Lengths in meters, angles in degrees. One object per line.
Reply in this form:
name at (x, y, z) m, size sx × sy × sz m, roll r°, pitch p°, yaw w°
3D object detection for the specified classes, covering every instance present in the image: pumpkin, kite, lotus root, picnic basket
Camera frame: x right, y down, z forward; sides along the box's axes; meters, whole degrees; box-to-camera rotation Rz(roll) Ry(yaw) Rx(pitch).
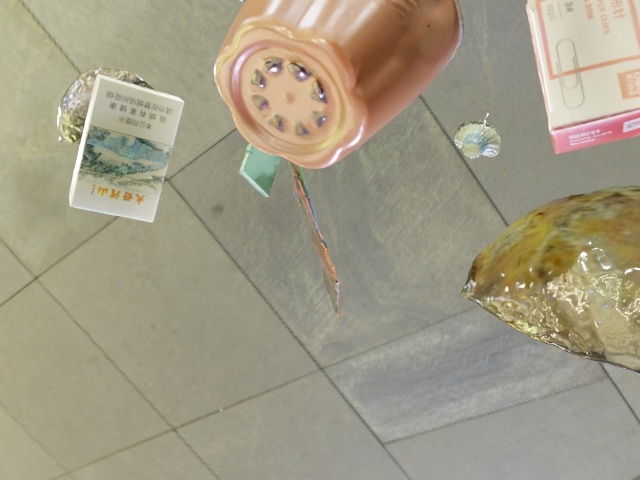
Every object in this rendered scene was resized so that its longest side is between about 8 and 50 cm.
pumpkin at (-0.514, -0.304, 1.432) m, size 0.278 × 0.163 × 0.111 m, roll 10°, pitch 149°, yaw 24°
kite at (0.000, 0.000, 0.759) m, size 0.016 × 0.234 × 0.321 m, roll -20°, pitch 119°, yaw -4°
lotus root at (0.284, 0.026, 0.506) m, size 0.314 × 0.210 × 0.142 m, roll 16°, pitch 103°, yaw 27°
picnic basket at (0.277, -0.178, 1.093) m, size 0.083 × 0.083 × 0.065 m, roll 20°, pitch 132°, yaw 25°

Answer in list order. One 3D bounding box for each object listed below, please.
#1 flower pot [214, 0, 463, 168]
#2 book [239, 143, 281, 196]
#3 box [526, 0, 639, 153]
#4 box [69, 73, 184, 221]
flower pot at (0.006, -0.159, 0.532) m, size 0.190 × 0.173 × 0.191 m, roll 18°, pitch 139°, yaw 16°
book at (-0.138, -0.184, 1.459) m, size 0.017 × 0.135 × 0.103 m, roll -10°, pitch 141°, yaw 35°
box at (0.328, -0.213, 0.748) m, size 0.133 × 0.099 × 0.182 m, roll -9°, pitch 75°, yaw 22°
box at (-0.386, -0.179, 1.238) m, size 0.164 × 0.069 × 0.256 m, roll 11°, pitch 103°, yaw -27°
